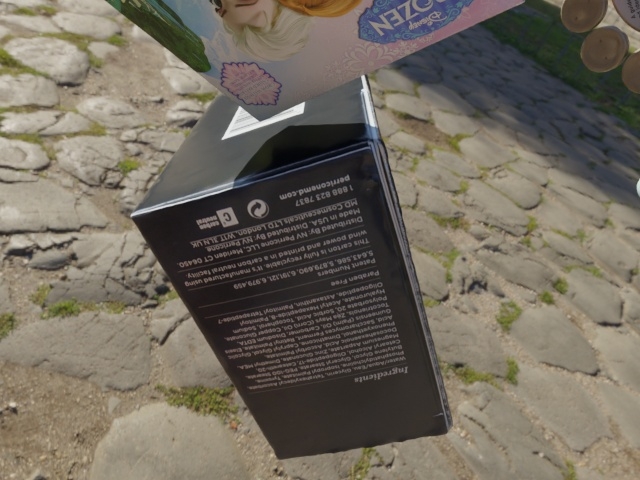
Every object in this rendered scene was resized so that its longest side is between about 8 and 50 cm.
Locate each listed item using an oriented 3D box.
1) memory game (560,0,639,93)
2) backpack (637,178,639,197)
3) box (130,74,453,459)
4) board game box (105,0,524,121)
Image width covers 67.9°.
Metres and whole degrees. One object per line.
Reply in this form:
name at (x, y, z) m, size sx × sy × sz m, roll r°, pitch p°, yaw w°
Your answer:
memory game at (0.263, -0.198, 0.340) m, size 0.012 × 0.186 × 0.186 m, roll -25°, pitch 58°, yaw -31°
backpack at (0.771, -0.110, 0.972) m, size 0.188 × 0.166 × 0.144 m, roll 47°, pitch 2°, yaw 24°
box at (0.000, 0.000, 0.794) m, size 0.298 × 0.471 × 0.479 m, roll -15°, pitch 31°, yaw 11°
board game box at (-0.057, -0.251, 0.374) m, size 0.318 × 0.319 × 0.065 m, roll 32°, pitch 62°, yaw -37°
